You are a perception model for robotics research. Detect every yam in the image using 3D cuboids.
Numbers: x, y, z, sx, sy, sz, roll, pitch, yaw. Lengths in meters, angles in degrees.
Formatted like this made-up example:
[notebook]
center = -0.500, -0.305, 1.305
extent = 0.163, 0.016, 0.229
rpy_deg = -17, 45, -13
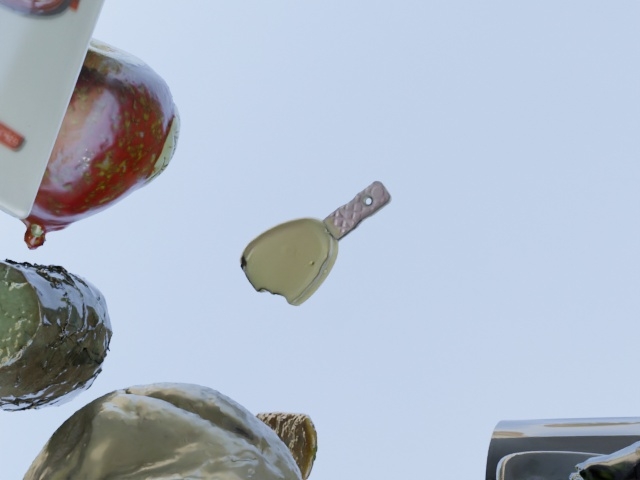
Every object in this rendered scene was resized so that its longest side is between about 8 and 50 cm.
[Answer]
[yam]
center = -0.407, 0.117, 1.313
extent = 0.201, 0.271, 0.202
rpy_deg = -36, -106, 12

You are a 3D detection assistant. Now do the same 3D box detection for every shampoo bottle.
[shampoo bottle]
center = -0.157, -0.168, 0.545
extent = 0.071, 0.153, 0.284
rpy_deg = 25, -97, 50

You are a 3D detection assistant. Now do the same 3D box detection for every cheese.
[cheese]
center = 0.000, 0.000, 1.484
extent = 0.255, 0.050, 0.127
rpy_deg = -35, -104, 17

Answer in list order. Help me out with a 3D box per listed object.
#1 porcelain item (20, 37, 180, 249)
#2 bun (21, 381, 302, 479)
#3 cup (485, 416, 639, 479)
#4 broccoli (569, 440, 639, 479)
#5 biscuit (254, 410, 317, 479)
[porcelain item]
center = -0.278, -0.103, 1.046
extent = 0.253, 0.253, 0.253
rpy_deg = -31, -135, 36
[bun]
center = -0.187, 0.327, 1.159
extent = 0.219, 0.365, 0.365
rpy_deg = 106, -5, -65
[cup]
center = 0.399, 0.345, 1.343
extent = 0.327, 0.323, 0.236
rpy_deg = -5, -118, 25
[broccoli]
center = 0.406, 0.283, 1.026
extent = 0.277, 0.338, 0.317
rpy_deg = 6, -95, 22
[biscuit]
center = -0.074, 0.353, 1.702
extent = 0.247, 0.029, 0.118
rpy_deg = -15, -119, 58
